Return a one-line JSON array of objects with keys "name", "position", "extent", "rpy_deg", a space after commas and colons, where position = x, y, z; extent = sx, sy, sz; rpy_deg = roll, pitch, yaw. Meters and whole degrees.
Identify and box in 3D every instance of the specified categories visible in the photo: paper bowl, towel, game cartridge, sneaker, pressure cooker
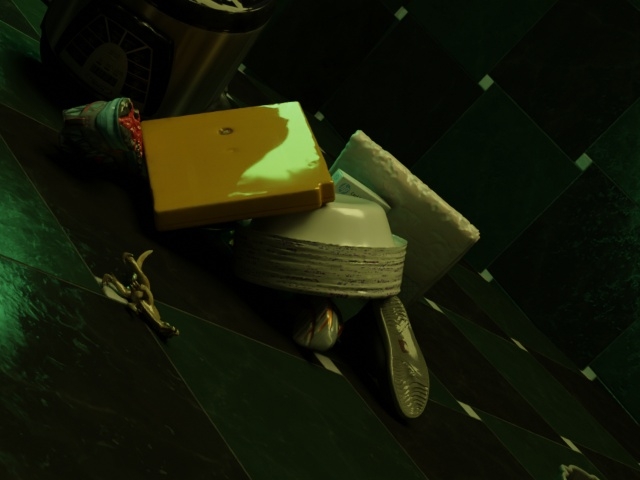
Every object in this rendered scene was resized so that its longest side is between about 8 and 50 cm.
[{"name": "paper bowl", "position": [0.000, 0.000, 2.037], "extent": [0.284, 0.148, 0.284], "rpy_deg": [8, 8, -1]}, {"name": "towel", "position": [0.133, -0.032, 2.626], "extent": [0.332, 0.317, 0.053], "rpy_deg": [40, 47, 2]}, {"name": "game cartridge", "position": [-0.143, -0.125, 2.026], "extent": [0.285, 0.052, 0.323], "rpy_deg": [-8, 33, -8]}, {"name": "sneaker", "position": [0.105, 0.208, 2.057], "extent": [0.083, 0.118, 0.222], "rpy_deg": [12, 54, -35]}, {"name": "sneaker", "position": [-0.350, -0.170, 1.974], "extent": [0.125, 0.104, 0.262], "rpy_deg": [-2, -11, -2]}, {"name": "sneaker", "position": [0.003, 0.132, 2.002], "extent": [0.083, 0.084, 0.215], "rpy_deg": [41, 8, -17]}, {"name": "pressure cooker", "position": [-0.311, -0.394, 2.304], "extent": [0.375, 0.420, 0.370], "rpy_deg": [4, 52, -36]}]

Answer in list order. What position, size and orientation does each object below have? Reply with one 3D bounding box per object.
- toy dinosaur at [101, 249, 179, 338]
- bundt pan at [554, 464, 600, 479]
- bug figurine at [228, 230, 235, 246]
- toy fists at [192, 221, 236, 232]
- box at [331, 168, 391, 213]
[{"name": "toy dinosaur", "position": [-0.236, 0.062, 1.598], "extent": [0.092, 0.053, 0.183], "rpy_deg": [51, 7, -43]}, {"name": "bundt pan", "position": [0.453, 0.497, 1.885], "extent": [0.331, 0.124, 0.331], "rpy_deg": [38, 11, -9]}, {"name": "bug figurine", "position": [-0.164, -0.068, 2.294], "extent": [0.216, 0.072, 0.279], "rpy_deg": [36, 11, -14]}, {"name": "toy fists", "position": [-0.129, -0.099, 2.164], "extent": [0.279, 0.096, 0.142], "rpy_deg": [-5, 50, -29]}, {"name": "box", "position": [0.030, -0.037, 2.513], "extent": [0.145, 0.186, 0.038], "rpy_deg": [32, 15, -36]}]
